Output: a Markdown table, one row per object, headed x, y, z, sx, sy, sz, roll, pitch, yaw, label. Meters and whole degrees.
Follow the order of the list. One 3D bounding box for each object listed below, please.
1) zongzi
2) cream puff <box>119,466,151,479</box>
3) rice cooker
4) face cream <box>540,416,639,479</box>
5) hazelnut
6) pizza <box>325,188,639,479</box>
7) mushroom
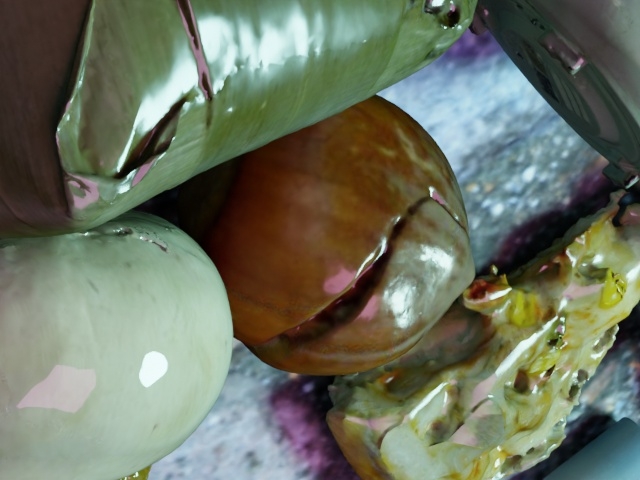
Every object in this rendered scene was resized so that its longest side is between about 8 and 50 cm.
| x | y | z | sx | sy | sz | roll | pitch | yaw | label |
| --- | --- | --- | --- | --- | --- | --- | --- | --- | --- |
| -0.089 | -0.229 | 0.952 | 0.356 | 0.174 | 0.393 | -25 | 96 | -45 | zongzi |
| -0.160 | 0.155 | 1.165 | 0.122 | 0.116 | 0.094 | -14 | 140 | -44 | cream puff |
| 0.222 | -0.170 | 1.133 | 0.244 | 0.226 | 0.226 | -43 | 133 | 0 | rice cooker |
| 0.163 | 0.241 | 1.453 | 0.250 | 0.077 | 0.077 | -37 | 133 | -5 | face cream |
| 0.000 | 0.000 | 1.133 | 0.182 | 0.182 | 0.182 | -17 | 127 | -23 | hazelnut |
| 0.145 | 0.085 | 1.344 | 0.297 | 0.071 | 0.189 | -38 | 129 | -14 | pizza |
| -0.171 | 0.033 | 1.008 | 0.246 | 0.246 | 0.202 | -12 | 99 | -27 | mushroom |
